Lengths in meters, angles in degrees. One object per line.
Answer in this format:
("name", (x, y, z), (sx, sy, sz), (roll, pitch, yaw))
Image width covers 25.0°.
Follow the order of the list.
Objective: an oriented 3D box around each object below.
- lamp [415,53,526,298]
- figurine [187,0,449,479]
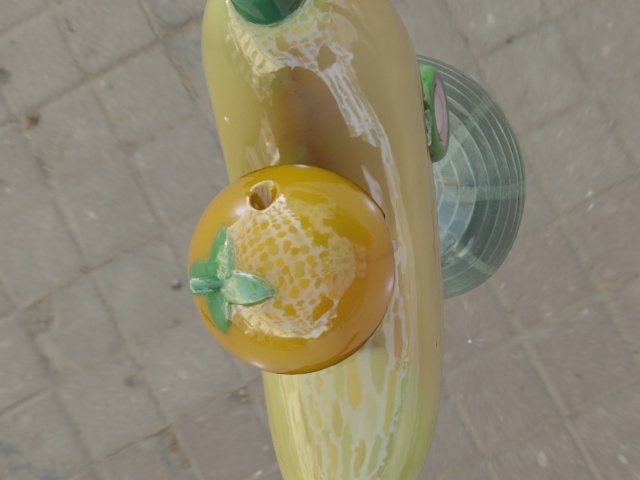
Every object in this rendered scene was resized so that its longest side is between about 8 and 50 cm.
("lamp", (0.094, -0.068, 1.481), (0.233, 0.233, 0.265), (-3, 95, 6))
("figurine", (0.000, 0.000, 0.789), (0.124, 0.222, 0.324), (-5, 92, 14))
